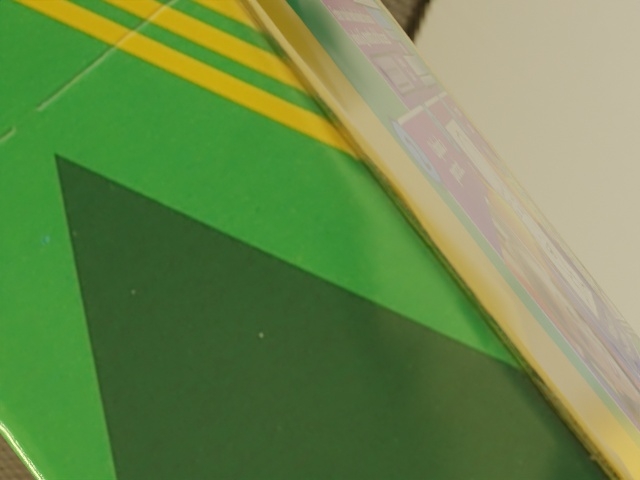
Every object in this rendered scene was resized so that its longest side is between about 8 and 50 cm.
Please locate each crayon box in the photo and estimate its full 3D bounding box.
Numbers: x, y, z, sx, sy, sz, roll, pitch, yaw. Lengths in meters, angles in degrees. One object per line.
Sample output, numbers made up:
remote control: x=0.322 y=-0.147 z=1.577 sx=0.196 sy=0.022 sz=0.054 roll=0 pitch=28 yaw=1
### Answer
crayon box: x=0.000 y=0.000 z=0.503 sx=0.106 sy=0.363 sz=0.313 roll=-39 pitch=-89 yaw=10
